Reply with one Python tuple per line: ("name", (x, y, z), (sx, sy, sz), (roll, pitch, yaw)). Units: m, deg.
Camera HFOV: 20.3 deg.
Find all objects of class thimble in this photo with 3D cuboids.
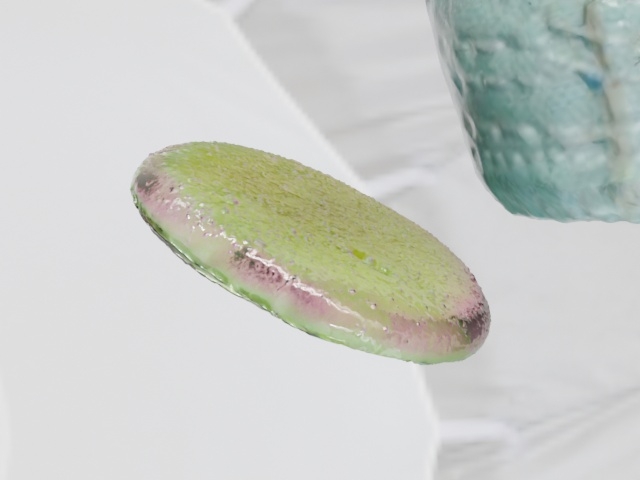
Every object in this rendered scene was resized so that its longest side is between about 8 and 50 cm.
("thimble", (0.168, -0.100, 0.991), (0.235, 0.198, 0.143), (-82, -23, -74))

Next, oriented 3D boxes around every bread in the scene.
("bread", (0.000, 0.000, 1.034), (0.033, 0.228, 0.228), (-62, 24, 18))
